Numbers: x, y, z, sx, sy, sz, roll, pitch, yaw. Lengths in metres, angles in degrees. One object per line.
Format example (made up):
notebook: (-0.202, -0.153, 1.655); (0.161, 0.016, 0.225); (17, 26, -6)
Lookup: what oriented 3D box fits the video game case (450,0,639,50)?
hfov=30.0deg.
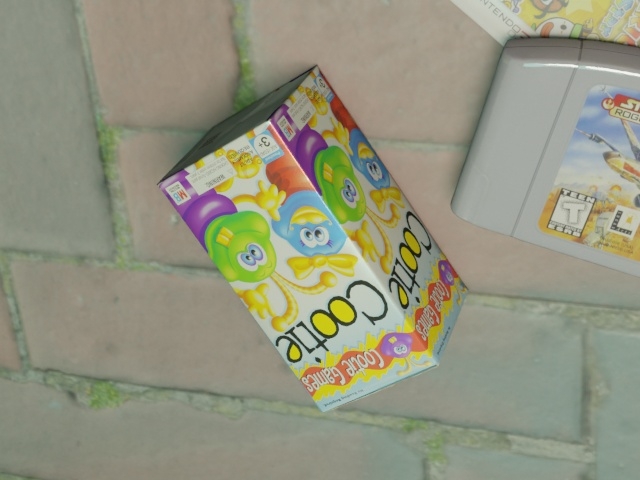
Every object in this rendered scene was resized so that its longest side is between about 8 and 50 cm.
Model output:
video game case: (0.223, -0.245, 0.993); (0.206, 0.026, 0.227); (40, 124, -5)

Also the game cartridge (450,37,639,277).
game cartridge: (0.280, -0.064, 1.038); (0.297, 0.062, 0.198); (17, 130, 4)

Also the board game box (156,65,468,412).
board game box: (0.000, 0.000, 1.143); (0.142, 0.144, 0.275); (-26, 107, 30)
